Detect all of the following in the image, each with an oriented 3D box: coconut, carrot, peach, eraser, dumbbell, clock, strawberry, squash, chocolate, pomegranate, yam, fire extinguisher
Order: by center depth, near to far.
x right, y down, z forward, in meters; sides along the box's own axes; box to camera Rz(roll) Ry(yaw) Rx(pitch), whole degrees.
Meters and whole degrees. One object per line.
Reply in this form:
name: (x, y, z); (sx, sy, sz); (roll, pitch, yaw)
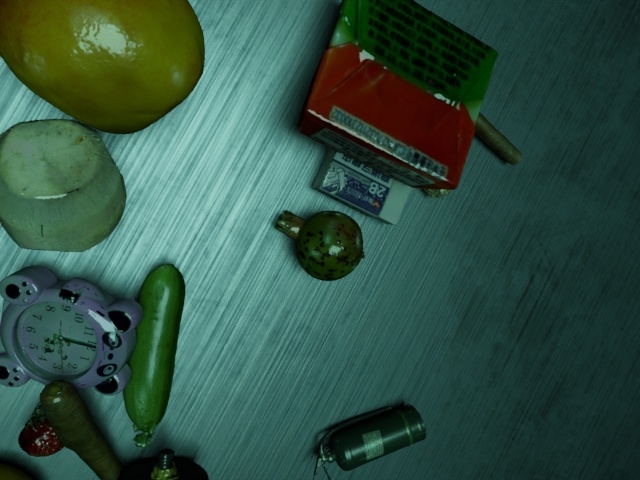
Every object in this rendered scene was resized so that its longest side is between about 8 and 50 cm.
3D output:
peach: (-0.363, -0.330, 0.875); (0.308, 0.289, 0.289); (39, 82, -38)
coconut: (-0.461, -0.090, 0.923); (0.227, 0.230, 0.227); (7, 65, -16)
clock: (-0.468, 0.176, 0.976); (0.247, 0.090, 0.228); (14, 104, -3)
carrot: (-0.449, 0.387, 1.008); (0.070, 0.070, 0.342); (-21, 130, -17)
strawberry: (-0.524, 0.370, 1.015); (0.106, 0.106, 0.106); (-3, 98, -20)
squash: (-0.340, 0.232, 1.064); (0.101, 0.101, 0.379); (7, 96, -21)
dumbbell: (-0.332, 0.615, 1.072); (0.185, 0.185, 0.389); (6, 95, -21)
chocolate: (0.151, -0.315, 1.103); (0.360, 0.161, 0.342); (23, 76, -15)
pomegranate: (0.000, 0.000, 1.140); (0.205, 0.159, 0.159); (26, 87, 7)
eraser: (0.100, -0.130, 1.198); (0.210, 0.068, 0.125); (24, 84, -21)
fire extinguisher: (0.104, 0.487, 1.267); (0.294, 0.093, 0.118); (-15, 76, -18)
yam: (0.402, -0.279, 1.303); (0.264, 0.046, 0.046); (35, 84, -20)

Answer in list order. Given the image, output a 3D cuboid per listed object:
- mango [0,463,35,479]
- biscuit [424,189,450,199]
mango: (-0.637, 0.486, 0.991); (0.227, 0.099, 0.136); (24, 95, -13)
biscuit: (0.256, -0.181, 1.249); (0.082, 0.070, 0.168); (-48, 108, -20)
